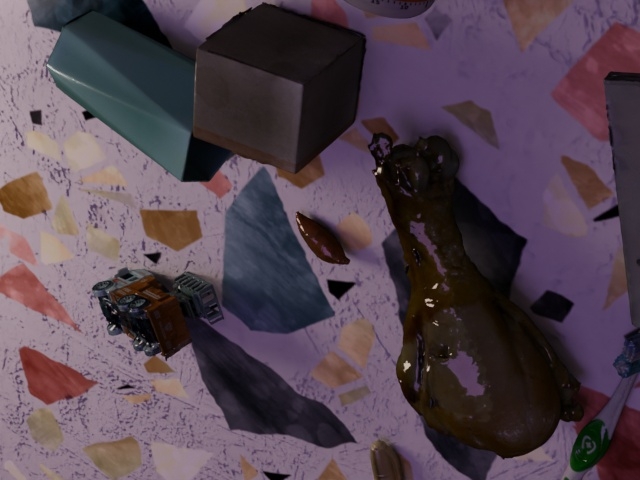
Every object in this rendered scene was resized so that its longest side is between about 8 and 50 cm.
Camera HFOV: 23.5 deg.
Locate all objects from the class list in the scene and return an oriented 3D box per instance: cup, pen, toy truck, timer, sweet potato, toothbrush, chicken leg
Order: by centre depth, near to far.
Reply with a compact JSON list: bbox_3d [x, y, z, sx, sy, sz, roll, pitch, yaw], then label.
[{"bbox_3d":[0.072,-0.308,1.626,0.136,0.099,0.136,9,118,17],"label":"timer"},{"bbox_3d":[0.160,0.063,1.796,0.201,0.153,0.429,-14,104,28],"label":"chicken leg"},{"bbox_3d":[0.328,0.253,1.866,0.042,0.040,0.418,48,143,30],"label":"toothbrush"},{"bbox_3d":[-0.217,-0.186,1.890,0.236,0.134,0.148,32,130,16],"label":"cup"},{"bbox_3d":[0.000,0.000,1.929,0.095,0.034,0.034,46,136,14],"label":"sweet potato"},{"bbox_3d":[-0.228,0.088,2.104,0.178,0.115,0.080,20,133,54],"label":"toy truck"},{"bbox_3d":[0.105,0.371,2.109,0.040,0.032,0.233,-8,118,13],"label":"pen"}]

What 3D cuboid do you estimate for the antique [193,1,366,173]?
[{"bbox_3d":[-0.048,-0.172,1.764,0.147,0.152,0.148,21,127,21],"label":"antique"}]

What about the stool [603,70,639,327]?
[{"bbox_3d":[0.399,-0.076,1.440,0.170,0.243,0.269,6,123,32],"label":"stool"}]
